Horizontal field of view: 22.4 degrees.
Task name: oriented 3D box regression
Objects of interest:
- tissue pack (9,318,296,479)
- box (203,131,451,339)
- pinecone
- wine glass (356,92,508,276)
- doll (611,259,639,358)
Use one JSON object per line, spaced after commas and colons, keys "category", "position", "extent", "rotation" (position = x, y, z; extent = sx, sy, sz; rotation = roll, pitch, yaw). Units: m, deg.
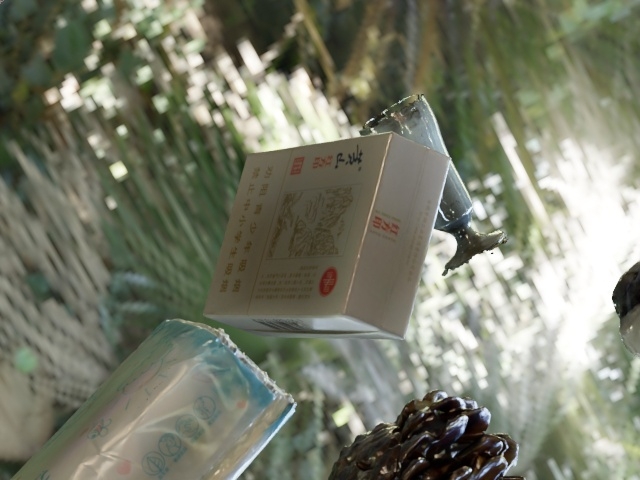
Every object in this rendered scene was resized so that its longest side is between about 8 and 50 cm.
{"category": "tissue pack", "position": [-0.169, 0.199, 1.430], "extent": [0.271, 0.124, 0.201], "rotation": [-47, -170, -13]}
{"category": "box", "position": [0.000, 0.000, 1.181], "extent": [0.201, 0.058, 0.141], "rotation": [-7, -115, 58]}
{"category": "pinecone", "position": [0.129, 0.333, 1.991], "extent": [0.298, 0.242, 0.296], "rotation": [-53, -160, -8]}
{"category": "wine glass", "position": [0.100, -0.050, 1.448], "extent": [0.072, 0.155, 0.072], "rotation": [-32, -173, 5]}
{"category": "doll", "position": [0.300, 0.075, 1.168], "extent": [0.095, 0.192, 0.149], "rotation": [-54, 176, -19]}
